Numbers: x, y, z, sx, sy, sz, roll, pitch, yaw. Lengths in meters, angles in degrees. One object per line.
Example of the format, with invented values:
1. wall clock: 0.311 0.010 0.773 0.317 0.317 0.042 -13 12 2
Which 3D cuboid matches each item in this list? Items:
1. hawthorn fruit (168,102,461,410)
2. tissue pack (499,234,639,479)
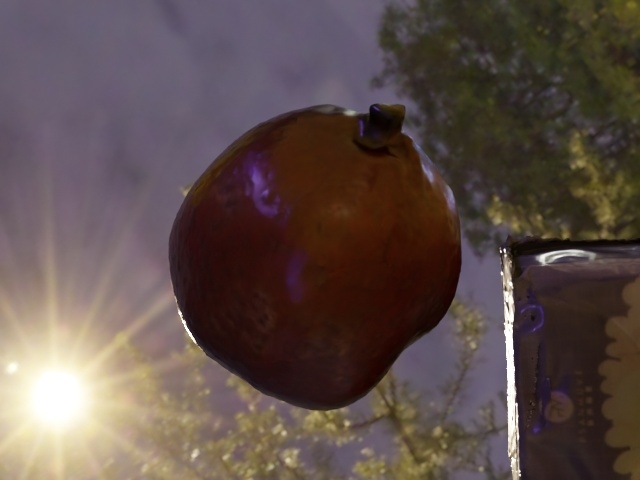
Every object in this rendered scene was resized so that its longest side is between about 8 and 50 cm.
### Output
1. hawthorn fruit: 0.000 0.000 0.643 0.169 0.188 0.169 12 -137 -12
2. tissue pack: 0.335 0.114 0.967 0.125 0.344 0.242 -74 -20 -74
